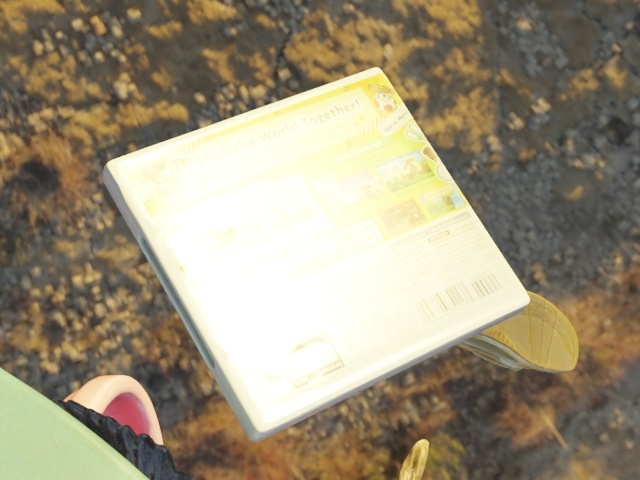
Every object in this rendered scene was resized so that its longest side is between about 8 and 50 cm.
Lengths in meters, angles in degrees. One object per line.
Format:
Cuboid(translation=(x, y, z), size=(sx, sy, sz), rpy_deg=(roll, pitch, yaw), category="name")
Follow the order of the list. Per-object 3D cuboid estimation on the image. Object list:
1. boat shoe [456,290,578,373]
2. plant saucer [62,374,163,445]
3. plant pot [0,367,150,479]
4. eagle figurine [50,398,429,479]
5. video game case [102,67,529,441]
Cuboid(translation=(0.128, 0.065, 1.001), size=(0.153, 0.056, 0.048), rpy_deg=(17, 158, -28), category="boat shoe")
Cuboid(translation=(-0.225, 0.294, 1.257), size=(0.084, 0.332, 0.332), rpy_deg=(-1, 131, 9), category="plant saucer")
Cuboid(translation=(-0.122, 0.169, 0.595), size=(0.166, 0.234, 0.165), rpy_deg=(-58, 145, -19), category="plant pot")
Cuboid(translation=(-0.082, 0.254, 0.976), size=(0.298, 0.226, 0.225), rpy_deg=(10, 150, -17), category="eagle figurine")
Cuboid(translation=(0.000, 0.000, 0.891), size=(0.227, 0.206, 0.026), rpy_deg=(-23, 162, -28), category="video game case")
